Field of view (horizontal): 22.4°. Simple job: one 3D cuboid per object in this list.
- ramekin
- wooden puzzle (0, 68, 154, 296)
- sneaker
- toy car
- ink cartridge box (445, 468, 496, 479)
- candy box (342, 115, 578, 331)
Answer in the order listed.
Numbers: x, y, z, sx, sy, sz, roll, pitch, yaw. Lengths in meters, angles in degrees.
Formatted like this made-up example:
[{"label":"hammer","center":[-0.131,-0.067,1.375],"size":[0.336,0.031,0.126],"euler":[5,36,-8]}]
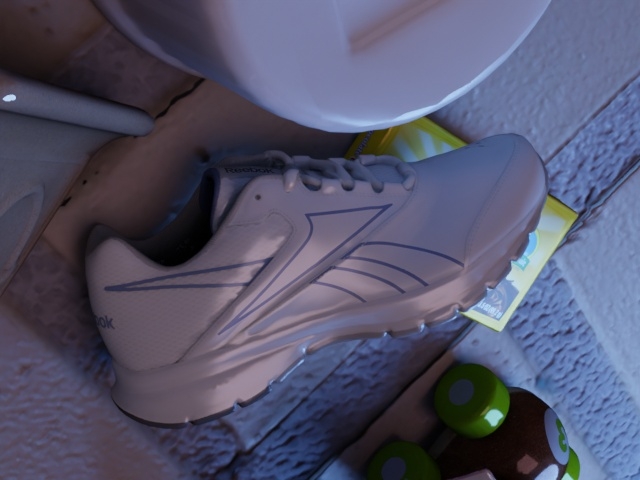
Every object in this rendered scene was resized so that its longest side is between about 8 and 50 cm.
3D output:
[{"label":"ramekin","center":[0.013,-0.191,0.848],"size":[0.277,0.135,0.277],"euler":[-19,127,-27]},{"label":"wooden puzzle","center":[-0.236,0.050,0.756],"size":[0.348,0.080,0.322],"euler":[-51,177,4]},{"label":"sneaker","center":[0.000,0.000,0.957],"size":[0.297,0.111,0.129],"euler":[-25,113,-12]},{"label":"toy car","center":[0.154,0.205,1.162],"size":[0.149,0.188,0.155],"euler":[-49,135,-2]},{"label":"ink cartridge box","center":[0.056,0.260,1.088],"size":[0.296,0.066,0.261],"euler":[-21,116,29]},{"label":"candy box","center":[0.084,-0.014,1.087],"size":[0.206,0.027,0.105],"euler":[26,98,-44]}]
